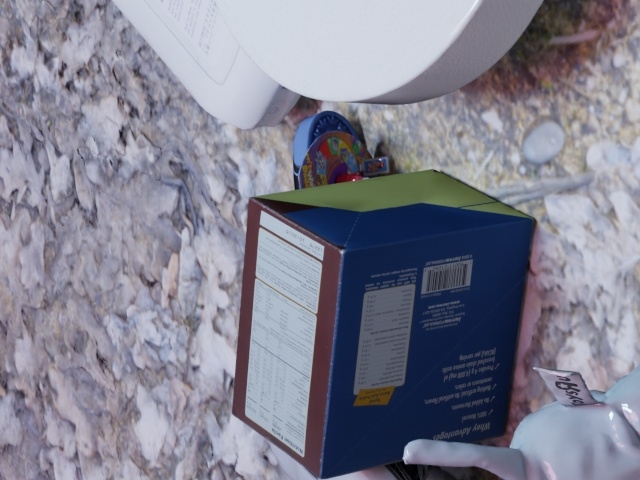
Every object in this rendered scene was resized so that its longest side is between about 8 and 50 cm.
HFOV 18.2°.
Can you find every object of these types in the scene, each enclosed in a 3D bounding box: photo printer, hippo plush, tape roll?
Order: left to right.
[{"bbox_3d":[-0.091,-0.273,1.881,0.307,0.107,0.256,49,135,37],"label":"photo printer"},{"bbox_3d":[0.044,-0.300,1.579,0.392,0.072,0.392,0,90,47],"label":"tape roll"},{"bbox_3d":[0.253,0.200,1.346,0.234,0.294,0.237,-32,67,18],"label":"hippo plush"}]

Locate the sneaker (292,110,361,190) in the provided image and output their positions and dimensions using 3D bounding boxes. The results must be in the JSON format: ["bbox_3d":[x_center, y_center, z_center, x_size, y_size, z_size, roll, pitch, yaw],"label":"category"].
[{"bbox_3d":[0.000,0.000,1.834,0.090,0.081,0.232,-7,93,50],"label":"sneaker"}]

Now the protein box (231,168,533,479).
[{"bbox_3d":[0.050,0.066,1.667,0.136,0.199,0.201,31,122,48],"label":"protein box"}]

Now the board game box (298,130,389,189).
[{"bbox_3d":[0.034,-0.015,1.755,0.033,0.133,0.169,-7,92,31],"label":"board game box"}]

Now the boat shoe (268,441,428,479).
[{"bbox_3d":[0.045,0.197,1.763,0.301,0.102,0.108,-151,45,-66],"label":"boat shoe"}]
